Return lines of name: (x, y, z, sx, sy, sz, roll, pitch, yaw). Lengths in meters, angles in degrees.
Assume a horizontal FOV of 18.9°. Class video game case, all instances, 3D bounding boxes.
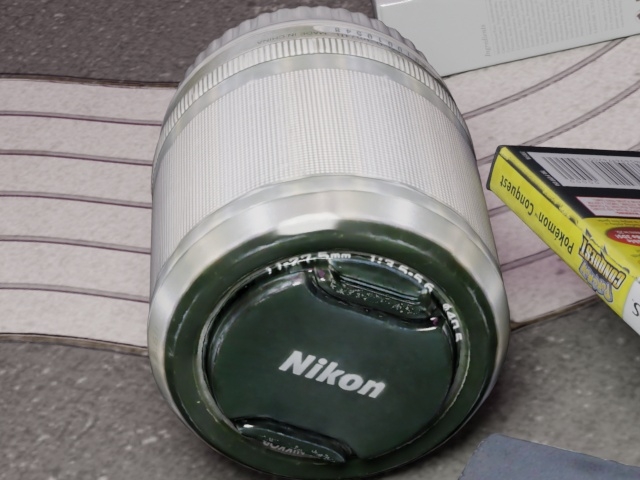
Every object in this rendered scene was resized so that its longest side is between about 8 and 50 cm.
video game case: (0.276, 0.014, 1.182, 0.274, 0.035, 0.248, 1, 28, -27)

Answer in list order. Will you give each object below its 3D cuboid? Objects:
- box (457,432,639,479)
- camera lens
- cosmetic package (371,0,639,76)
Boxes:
box: (0.178, 0.361, 0.614, 0.479, 0.297, 0.472, 11, 41, 30)
camera lens: (0.000, 0.000, 1.233, 0.219, 0.219, 0.274, -11, 36, 4)
cosmetic package: (0.157, -0.211, 1.586, 0.231, 0.085, 0.117, -12, 35, 1)
